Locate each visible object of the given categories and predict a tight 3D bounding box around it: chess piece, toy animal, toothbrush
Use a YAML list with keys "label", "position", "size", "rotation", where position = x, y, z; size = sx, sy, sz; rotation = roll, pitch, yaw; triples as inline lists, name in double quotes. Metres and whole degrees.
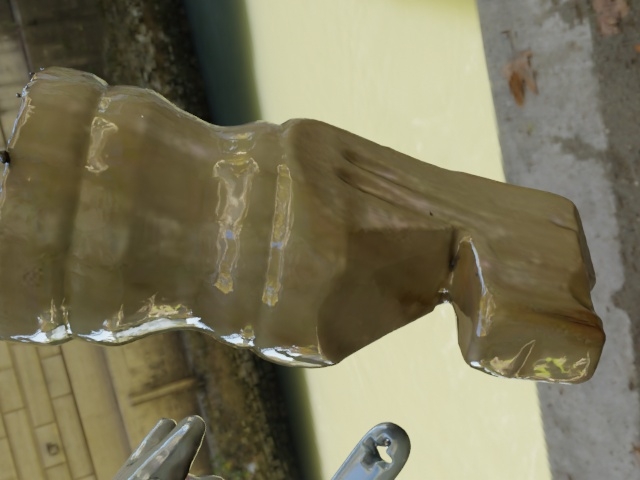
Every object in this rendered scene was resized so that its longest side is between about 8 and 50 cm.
- label: "chess piece"
  position: [0.000, 0.000, 0.427]
  size: [0.137, 0.301, 0.137]
  rotation: [-173, 90, -81]
- label: "toy animal"
  position: [-0.158, 0.326, 0.869]
  size: [0.188, 0.266, 0.308]
  rotation: [53, 148, -5]
- label: "toothbrush"
  position: [-0.063, 0.264, 0.509]
  size: [0.040, 0.386, 0.040]
  rotation: [37, -174, -4]
